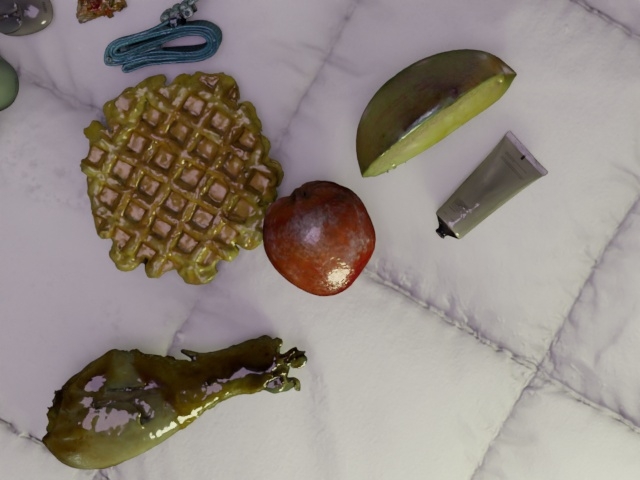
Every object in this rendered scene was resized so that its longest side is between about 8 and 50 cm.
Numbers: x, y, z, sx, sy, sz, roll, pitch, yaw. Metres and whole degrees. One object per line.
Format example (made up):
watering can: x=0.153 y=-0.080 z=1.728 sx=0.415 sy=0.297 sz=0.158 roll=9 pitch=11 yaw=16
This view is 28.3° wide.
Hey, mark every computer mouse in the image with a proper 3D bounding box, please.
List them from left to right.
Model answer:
computer mouse: x=-0.450 y=-0.342 z=1.909 sx=0.096 sy=0.039 sz=0.066 roll=-10 pitch=99 yaw=5

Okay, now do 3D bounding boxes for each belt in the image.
belt: x=-0.240 y=-0.307 z=1.894 sx=0.179 sy=0.065 sz=0.100 roll=-13 pitch=109 yaw=5

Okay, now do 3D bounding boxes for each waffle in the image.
waffle: x=-0.208 y=-0.093 z=1.926 sx=0.302 sy=0.068 sz=0.324 roll=-14 pitch=100 yaw=6

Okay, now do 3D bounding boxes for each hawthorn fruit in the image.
hawthorn fruit: x=0.000 y=0.000 z=1.878 sx=0.173 sy=0.173 sz=0.172 roll=1 pitch=100 yaw=3

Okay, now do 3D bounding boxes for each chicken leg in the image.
chicken leg: x=-0.226 y=0.239 z=1.957 sx=0.429 sy=0.152 sz=0.201 roll=-16 pitch=111 yaw=-2

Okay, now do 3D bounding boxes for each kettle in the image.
kettle: x=-0.502 y=-0.218 z=1.879 sx=0.098 sy=0.148 sz=0.126 roll=-29 pitch=95 yaw=5

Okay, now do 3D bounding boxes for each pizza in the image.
pizza: x=-0.339 y=-0.356 z=1.908 sx=0.083 sy=0.025 sz=0.078 roll=35 pitch=97 yaw=-4

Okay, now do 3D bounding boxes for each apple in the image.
apple: x=0.147 y=-0.199 z=1.833 sx=0.265 sy=0.193 sz=0.120 roll=-36 pitch=86 yaw=11

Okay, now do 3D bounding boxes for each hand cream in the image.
hand cream: x=0.246 y=-0.072 z=1.915 sx=0.186 sy=0.054 sz=0.087 roll=-43 pitch=90 yaw=3
